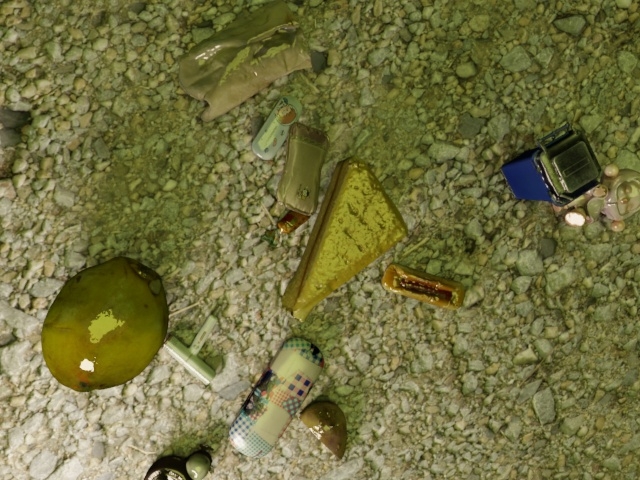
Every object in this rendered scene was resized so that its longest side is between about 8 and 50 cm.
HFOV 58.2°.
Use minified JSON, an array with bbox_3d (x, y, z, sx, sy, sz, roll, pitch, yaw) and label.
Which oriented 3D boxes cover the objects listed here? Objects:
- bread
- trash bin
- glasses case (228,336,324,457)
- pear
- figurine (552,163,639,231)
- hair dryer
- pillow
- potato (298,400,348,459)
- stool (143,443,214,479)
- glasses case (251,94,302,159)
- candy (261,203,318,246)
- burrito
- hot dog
[{"bbox_3d":[0.000,0.000,1.410,0.361,0.233,0.245,-38,98,-7],"label":"bread"},{"bbox_3d":[0.596,-0.193,1.520,0.162,0.234,0.184,-29,97,-10],"label":"trash bin"},{"bbox_3d":[-0.112,0.403,1.480,0.125,0.076,0.327,33,86,-8],"label":"glasses case"},{"bbox_3d":[-0.486,0.193,1.313,0.269,0.269,0.321,24,100,-11],"label":"pear"},{"bbox_3d":[0.799,-0.118,1.618,0.276,0.133,0.200,-17,107,-5],"label":"figurine"},{"bbox_3d":[-0.285,0.250,1.462,0.155,0.044,0.183,45,81,-11],"label":"hair dryer"},{"bbox_3d":[-0.043,-0.185,1.469,0.130,0.038,0.233,17,78,-34],"label":"pillow"},{"bbox_3d":[0.035,0.497,1.505,0.100,0.089,0.172,-42,97,-10],"label":"potato"},{"bbox_3d":[-0.353,0.595,1.421,0.217,0.121,0.125,-30,96,-4],"label":"stool"},{"bbox_3d":[-0.111,-0.289,1.472,0.067,0.045,0.178,33,85,-17],"label":"glasses case"},{"bbox_3d":[-0.075,-0.050,1.489,0.182,0.046,0.053,-42,84,-16],"label":"candy"},{"bbox_3d":[-0.191,-0.442,1.412,0.332,0.135,0.190,-31,104,-5],"label":"burrito"},{"bbox_3d":[0.286,0.128,1.552,0.242,0.073,0.084,18,93,-11],"label":"hot dog"}]
